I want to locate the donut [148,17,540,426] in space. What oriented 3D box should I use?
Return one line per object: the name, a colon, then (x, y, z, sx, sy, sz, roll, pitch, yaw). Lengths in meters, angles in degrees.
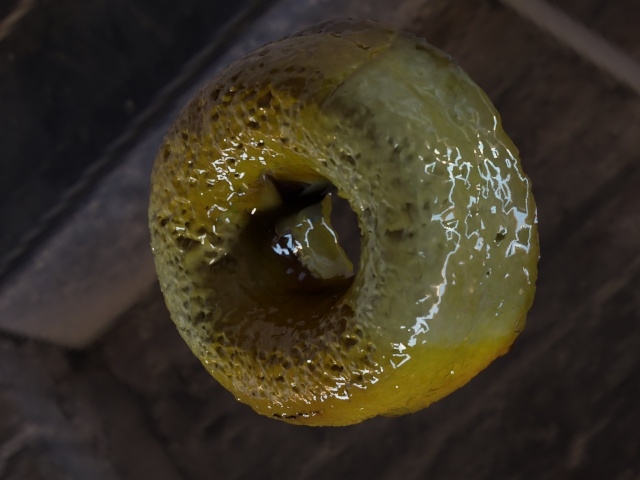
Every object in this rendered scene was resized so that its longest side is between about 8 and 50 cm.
donut: (-0.001, -0.001, 0.796, 0.074, 0.174, 0.190, -17, -174, -40)
